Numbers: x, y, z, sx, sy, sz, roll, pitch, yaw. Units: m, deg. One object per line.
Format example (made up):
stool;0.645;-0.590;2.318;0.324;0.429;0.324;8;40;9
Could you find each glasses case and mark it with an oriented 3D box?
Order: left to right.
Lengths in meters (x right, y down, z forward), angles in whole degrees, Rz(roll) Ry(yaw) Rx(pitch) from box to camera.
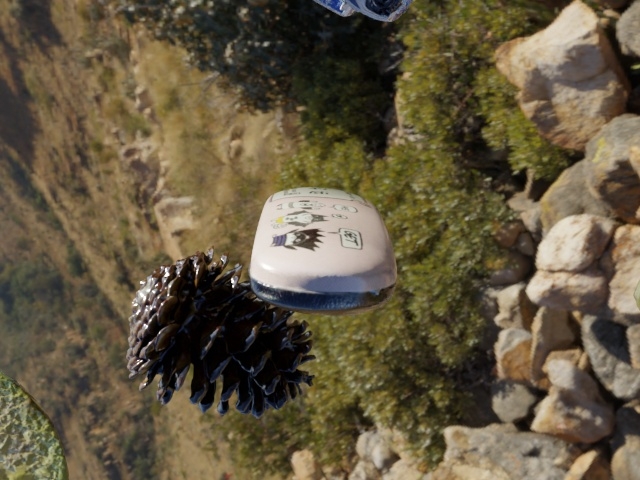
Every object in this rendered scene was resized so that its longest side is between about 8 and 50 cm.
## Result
glasses case;0.000;0.000;0.676;0.314;0.122;0.075;-91;7;-76

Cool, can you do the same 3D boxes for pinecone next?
pinecone;-0.142;0.148;1.045;0.292;0.246;0.246;30;135;-7

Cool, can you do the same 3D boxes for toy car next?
toy car;0.025;-0.305;0.820;0.170;0.080;0.070;31;125;2

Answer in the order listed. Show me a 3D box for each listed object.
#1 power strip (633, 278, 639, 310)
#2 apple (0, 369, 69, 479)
power strip;0.428;-0.040;0.745;0.092;0.066;0.387;-122;41;-55
apple;-0.323;0.195;0.585;0.265;0.193;0.120;31;142;2
